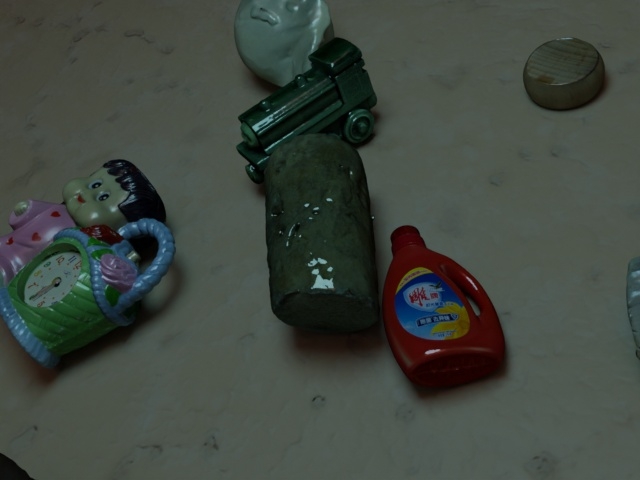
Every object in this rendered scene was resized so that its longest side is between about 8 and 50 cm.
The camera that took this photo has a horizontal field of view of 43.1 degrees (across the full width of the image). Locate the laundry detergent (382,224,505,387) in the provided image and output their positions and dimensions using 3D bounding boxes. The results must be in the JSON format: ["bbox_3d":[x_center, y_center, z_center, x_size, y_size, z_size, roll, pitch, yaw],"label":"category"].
[{"bbox_3d":[0.099,0.048,0.715,0.097,0.049,0.165,-6,45,-6],"label":"laundry detergent"}]

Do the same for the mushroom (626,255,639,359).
[{"bbox_3d":[0.339,0.059,0.594,0.223,0.081,0.092,8,36,24],"label":"mushroom"}]

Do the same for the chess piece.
[{"bbox_3d":[0.257,-0.177,0.860,0.083,0.038,0.084,-10,50,12],"label":"chess piece"}]

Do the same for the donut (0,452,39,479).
[{"bbox_3d":[-0.400,0.288,0.644,0.345,0.136,0.259,-2,47,22],"label":"donut"}]

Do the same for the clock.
[{"bbox_3d":[-0.243,0.014,0.847,0.195,0.100,0.194,-37,51,-9],"label":"clock"}]

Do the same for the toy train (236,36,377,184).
[{"bbox_3d":[-0.016,-0.133,0.878,0.170,0.111,0.071,-36,43,-11],"label":"toy train"}]

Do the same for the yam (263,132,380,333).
[{"bbox_3d":[0.000,0.000,0.756,0.107,0.107,0.194,-13,48,10],"label":"yam"}]

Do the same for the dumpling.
[{"bbox_3d":[-0.042,-0.273,0.988,0.124,0.151,0.229,-9,41,-23],"label":"dumpling"}]
